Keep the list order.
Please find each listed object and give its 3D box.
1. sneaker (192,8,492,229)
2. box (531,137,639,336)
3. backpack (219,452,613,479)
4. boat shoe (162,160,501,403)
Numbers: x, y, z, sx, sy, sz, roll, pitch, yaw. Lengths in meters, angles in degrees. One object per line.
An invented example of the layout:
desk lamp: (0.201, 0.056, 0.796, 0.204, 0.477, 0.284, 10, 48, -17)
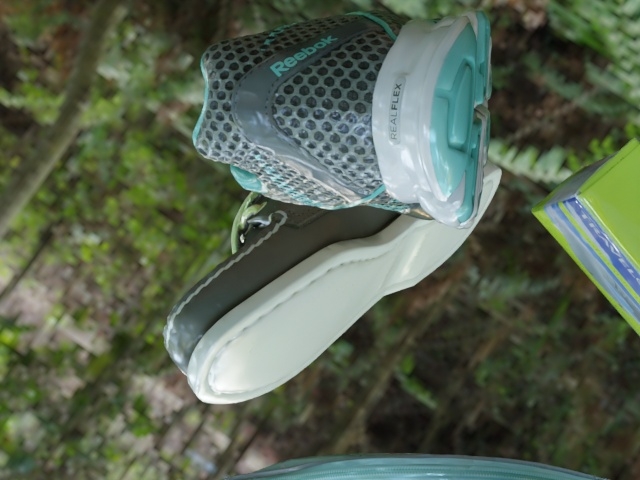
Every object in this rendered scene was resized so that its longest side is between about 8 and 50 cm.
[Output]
sneaker: (0.008, -0.036, 0.441, 0.076, 0.065, 0.166, 5, 179, 7)
box: (0.152, 0.011, 0.723, 0.109, 0.042, 0.178, 49, 180, 2)
backpack: (0.048, 0.143, 0.529, 0.166, 0.144, 0.188, 20, 164, -40)
boat shoe: (-0.001, 0.003, 1.026, 0.091, 0.305, 0.109, 39, 132, 17)
